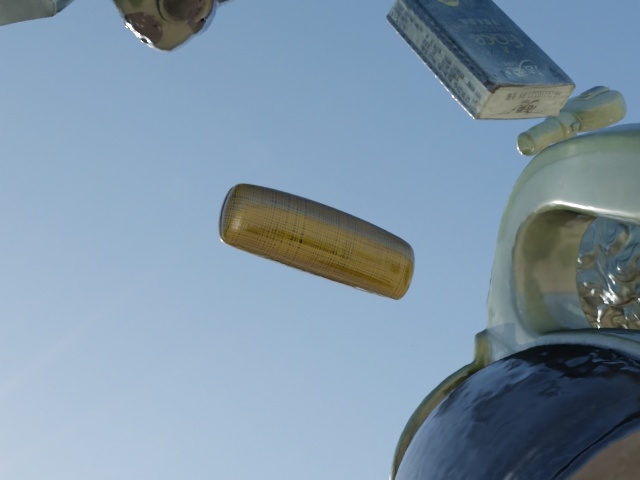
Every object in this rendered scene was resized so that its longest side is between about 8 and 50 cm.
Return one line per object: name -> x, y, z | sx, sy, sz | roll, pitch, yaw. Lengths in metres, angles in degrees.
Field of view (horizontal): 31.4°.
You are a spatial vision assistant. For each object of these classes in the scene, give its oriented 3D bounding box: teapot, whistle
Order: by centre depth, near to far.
teapot -> 0.121, 0.119, 0.570 | 0.239, 0.239, 0.321 | -25, -70, -12
whistle -> 0.437, -0.211, 1.979 | 0.258, 0.126, 0.067 | -28, -74, -32

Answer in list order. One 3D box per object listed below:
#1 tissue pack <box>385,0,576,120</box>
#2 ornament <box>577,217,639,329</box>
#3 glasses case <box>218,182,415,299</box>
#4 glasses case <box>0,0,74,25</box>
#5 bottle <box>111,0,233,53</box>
tissue pack -> 0.244, -0.289, 1.751 | 0.185, 0.257, 0.081 | -8, -41, -37
ornament -> 0.298, 0.012, 0.813 | 0.285, 0.120, 0.130 | 0, -14, -24
glasses case -> 0.000, 0.000, 1.255 | 0.234, 0.079, 0.064 | 19, -20, -21
glasses case -> -0.275, -0.326, 1.293 | 0.105, 0.266, 0.056 | -4, -58, 28
bottle -> -0.131, -0.395, 1.480 | 0.347, 0.168, 0.168 | -48, -38, -7
